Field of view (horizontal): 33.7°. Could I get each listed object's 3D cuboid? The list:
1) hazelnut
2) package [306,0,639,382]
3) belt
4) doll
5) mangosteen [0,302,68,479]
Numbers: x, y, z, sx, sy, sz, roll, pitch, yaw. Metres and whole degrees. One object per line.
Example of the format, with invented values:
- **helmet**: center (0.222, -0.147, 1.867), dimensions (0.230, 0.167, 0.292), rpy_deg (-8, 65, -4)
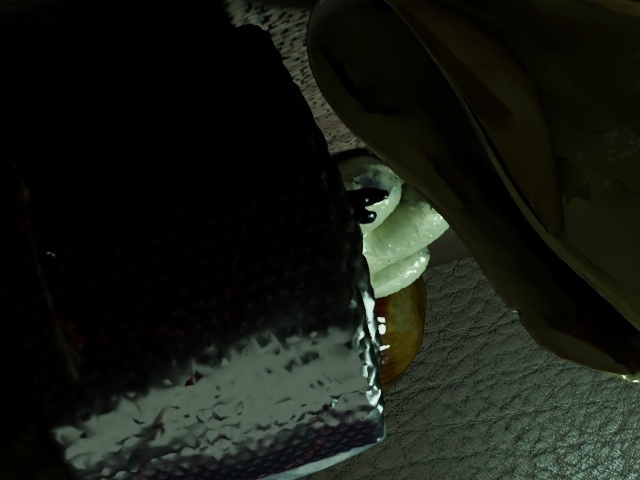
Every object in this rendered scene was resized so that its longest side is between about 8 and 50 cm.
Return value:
- **hazelnut**: center (0.026, 0.085, 1.335), dimensions (0.229, 0.230, 0.229), rpy_deg (-17, 174, -2)
- **package**: center (0.156, -0.023, 0.513), dimensions (0.221, 0.165, 0.311), rpy_deg (14, -170, 28)
- **belt**: center (-0.045, 0.011, 0.476), dimensions (0.164, 0.184, 0.289), rpy_deg (-20, 180, -6)
- **doll**: center (0.004, 0.001, 0.921), dimensions (0.278, 0.175, 0.149), rpy_deg (-35, -159, 45)
- **mangosteen**: center (-0.237, 0.154, 0.609), dimensions (0.330, 0.330, 0.330), rpy_deg (-17, 174, -2)
